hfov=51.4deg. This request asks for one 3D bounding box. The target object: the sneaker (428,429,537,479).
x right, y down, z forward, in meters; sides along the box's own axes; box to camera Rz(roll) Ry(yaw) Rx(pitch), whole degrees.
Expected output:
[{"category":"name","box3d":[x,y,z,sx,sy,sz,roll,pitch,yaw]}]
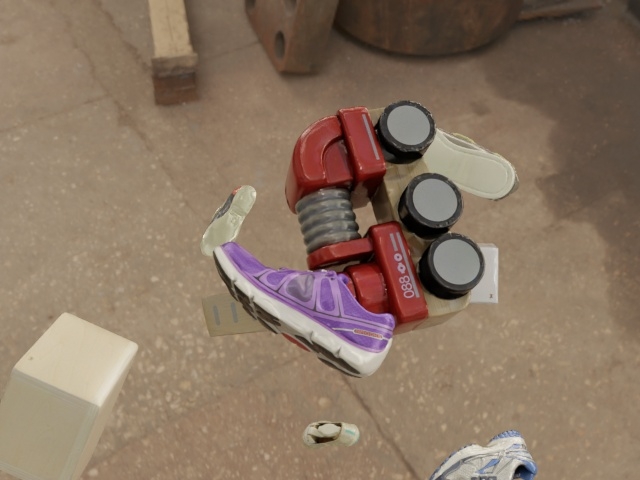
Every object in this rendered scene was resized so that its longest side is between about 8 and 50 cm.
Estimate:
[{"category":"sneaker","box3d":[0.168,0.240,0.678,0.135,0.052,0.058,-13,48,-27]}]

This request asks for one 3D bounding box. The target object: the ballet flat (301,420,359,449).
[{"category":"ballet flat","box3d":[0.006,0.373,1.297,0.052,0.168,0.057,32,54,-30]}]

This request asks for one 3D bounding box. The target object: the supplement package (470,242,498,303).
[{"category":"supplement package","box3d":[0.286,0.059,1.283,0.105,0.105,0.179,2,3,11]}]

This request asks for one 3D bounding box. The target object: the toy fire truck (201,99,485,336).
[{"category":"toy fire truck","box3d":[0.000,0.000,0.658,0.246,0.158,0.217,-12,73,-14]}]

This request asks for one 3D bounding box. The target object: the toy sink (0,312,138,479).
[{"category":"toy sink","box3d":[-0.376,0.248,0.940,0.131,0.234,0.153,25,23,-5]}]

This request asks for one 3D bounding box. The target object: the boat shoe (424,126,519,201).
[{"category":"boat shoe","box3d":[0.251,-0.163,1.326,0.305,0.109,0.091,29,14,27]}]

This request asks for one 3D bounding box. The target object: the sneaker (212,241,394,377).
[{"category":"sneaker","box3d":[-0.015,0.048,0.558,0.169,0.068,0.071,31,69,13]}]

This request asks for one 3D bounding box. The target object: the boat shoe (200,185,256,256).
[{"category":"boat shoe","box3d":[-0.152,-0.031,1.069,0.043,0.049,0.137,-2,54,58]}]
